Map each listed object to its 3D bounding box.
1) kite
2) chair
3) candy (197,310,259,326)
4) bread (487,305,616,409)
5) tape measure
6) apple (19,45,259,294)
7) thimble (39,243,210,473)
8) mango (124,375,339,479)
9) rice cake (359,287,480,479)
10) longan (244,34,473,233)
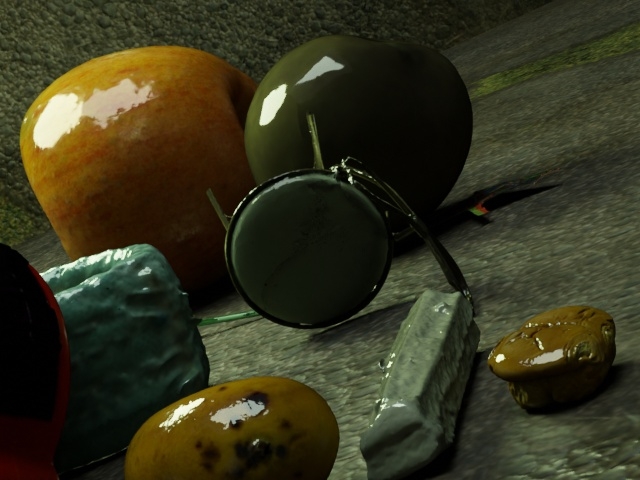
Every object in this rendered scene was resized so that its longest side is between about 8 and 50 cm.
[{"bbox_3d":[0.160,-0.036,1.664,0.190,0.010,0.159,-26,5,11],"label":"kite"},{"bbox_3d":[0.000,0.000,1.407,0.170,0.160,0.325,-36,18,5],"label":"chair"},{"bbox_3d":[-0.129,0.084,1.610,0.185,0.049,0.055,-10,20,19],"label":"candy"},{"bbox_3d":[0.146,0.072,1.011,0.083,0.046,0.081,-25,12,-22],"label":"bread"},{"bbox_3d":[-0.300,0.118,1.203,0.253,0.260,0.114,-13,-20,36],"label":"tape measure"},{"bbox_3d":[-0.175,-0.082,1.838,0.275,0.299,0.299,-24,9,8],"label":"apple"},{"bbox_3d":[-0.205,0.100,1.361,0.235,0.143,0.198,-20,11,17],"label":"thimble"},{"bbox_3d":[-0.063,0.134,1.016,0.115,0.090,0.178,-14,-1,-38],"label":"mango"},{"bbox_3d":[0.067,0.091,1.079,0.057,0.052,0.256,-44,3,18],"label":"rice cake"},{"bbox_3d":[0.036,-0.107,1.663,0.215,0.246,0.246,24,29,19],"label":"longan"}]
